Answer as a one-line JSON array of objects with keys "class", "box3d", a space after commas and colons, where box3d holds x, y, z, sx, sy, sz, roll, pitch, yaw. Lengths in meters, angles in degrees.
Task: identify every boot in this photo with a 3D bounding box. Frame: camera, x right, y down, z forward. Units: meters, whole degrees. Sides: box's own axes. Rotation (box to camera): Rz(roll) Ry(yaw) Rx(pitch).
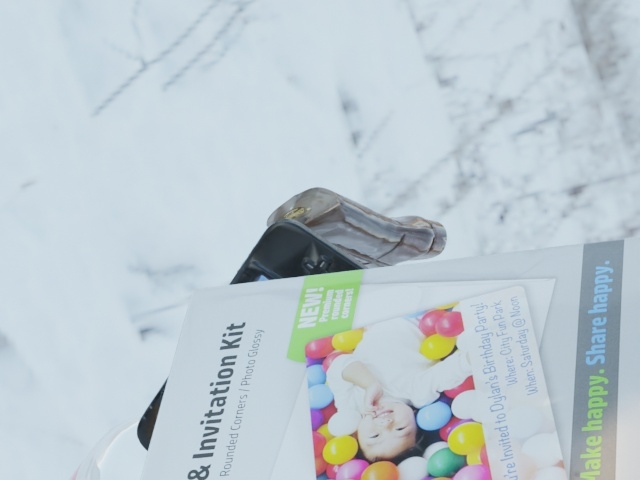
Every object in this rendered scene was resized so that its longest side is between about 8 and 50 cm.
[{"class": "boot", "box3d": [0.000, 0.000, 1.016, 0.114, 0.106, 0.037, 10, 65, -50]}]

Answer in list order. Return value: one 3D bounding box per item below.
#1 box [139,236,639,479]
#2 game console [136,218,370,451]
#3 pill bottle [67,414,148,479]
[{"class": "box", "box3d": [0.040, 0.066, 0.505, 0.145, 0.186, 0.038, -78, 153, -44]}, {"class": "game console", "box3d": [-0.012, 0.082, 0.861, 0.124, 0.144, 0.085, 34, 11, 0]}, {"class": "pill bottle", "box3d": [-0.144, 0.276, 1.188, 0.176, 0.318, 0.176, 25, 35, -19]}]
